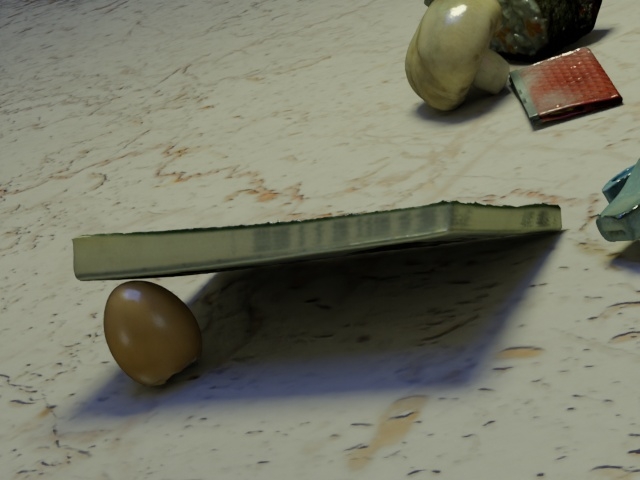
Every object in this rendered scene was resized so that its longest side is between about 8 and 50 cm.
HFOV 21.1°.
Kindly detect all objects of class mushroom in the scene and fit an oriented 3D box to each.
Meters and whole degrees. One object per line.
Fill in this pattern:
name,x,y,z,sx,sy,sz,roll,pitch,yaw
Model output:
mushroom,0.165,-0.218,1.996,0.154,0.122,0.154,-60,4,6

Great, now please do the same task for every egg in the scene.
egg,-0.149,0.079,1.503,0.080,0.096,0.080,-27,6,3

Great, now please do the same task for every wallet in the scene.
wallet,0.272,-0.174,1.929,0.103,0.020,0.196,-17,19,4

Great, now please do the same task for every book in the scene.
book,0.000,0.000,1.534,0.370,0.043,0.260,-6,-3,28

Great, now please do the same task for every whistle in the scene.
whistle,0.347,-0.071,1.506,0.269,0.093,0.180,-34,18,-24

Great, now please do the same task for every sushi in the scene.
sushi,0.234,-0.298,2.131,0.225,0.136,0.126,14,39,44
